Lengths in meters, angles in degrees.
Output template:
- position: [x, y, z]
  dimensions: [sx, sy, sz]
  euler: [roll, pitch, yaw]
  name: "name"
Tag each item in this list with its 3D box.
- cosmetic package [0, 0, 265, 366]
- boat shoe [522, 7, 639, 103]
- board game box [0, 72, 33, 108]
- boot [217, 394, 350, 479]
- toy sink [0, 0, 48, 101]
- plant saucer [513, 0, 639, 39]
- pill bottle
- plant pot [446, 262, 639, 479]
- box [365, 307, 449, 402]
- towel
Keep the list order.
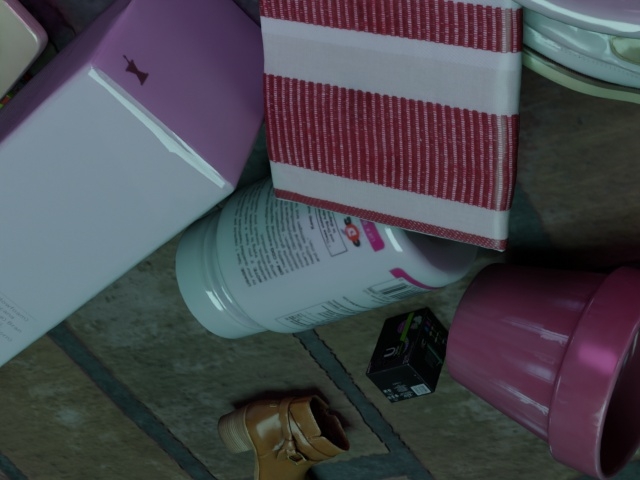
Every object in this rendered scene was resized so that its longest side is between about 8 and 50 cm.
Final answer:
- position: [-0.256, -0.049, 1.178]
  dimensions: [0.161, 0.230, 0.453]
  euler: [43, 126, -19]
  name: "cosmetic package"
- position: [0.263, -0.166, 0.975]
  dimensions: [0.302, 0.113, 0.103]
  euler: [20, 132, -6]
  name: "boat shoe"
- position: [-0.282, -0.097, 1.330]
  dimensions: [0.181, 0.043, 0.092]
  euler: [38, 136, -15]
  name: "board game box"
- position: [-0.022, 0.275, 1.570]
  dimensions: [0.152, 0.073, 0.197]
  euler: [-19, 125, 32]
  name: "boot"
- position: [-0.406, -0.212, 1.174]
  dimensions: [0.234, 0.131, 0.153]
  euler: [48, 134, -8]
  name: "toy sink"
- position: [0.218, -0.327, 0.755]
  dimensions: [0.400, 0.100, 0.400]
  euler: [11, 123, 17]
  name: "plant saucer"
- position: [0.000, 0.000, 1.213]
  dimensions: [0.283, 0.160, 0.160]
  euler: [-20, 122, 37]
  name: "pill bottle"
- position: [0.232, 0.109, 1.209]
  dimensions: [0.180, 0.201, 0.201]
  euler: [19, 140, 30]
  name: "plant pot"
- position: [0.097, 0.126, 1.352]
  dimensions: [0.062, 0.083, 0.052]
  euler: [-20, 124, 37]
  name: "box"
- position: [0.054, -0.167, 0.987]
  dimensions: [0.237, 0.037, 0.329]
  euler: [15, 119, 31]
  name: "towel"
